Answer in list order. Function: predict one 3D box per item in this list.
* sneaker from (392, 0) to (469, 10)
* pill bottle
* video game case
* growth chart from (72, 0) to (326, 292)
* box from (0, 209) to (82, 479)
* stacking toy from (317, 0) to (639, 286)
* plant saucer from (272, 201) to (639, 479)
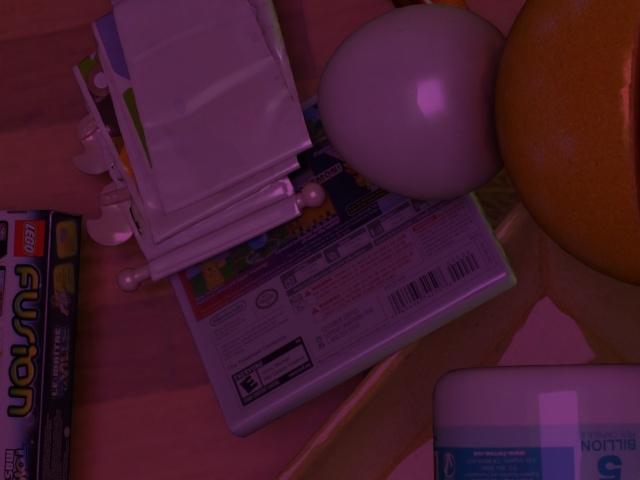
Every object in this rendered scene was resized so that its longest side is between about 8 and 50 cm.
[{"bbox_3d":[0.055,-0.202,1.295,0.067,0.064,0.175,-32,86,-7],"label":"sneaker"},{"bbox_3d":[0.139,0.203,1.131,0.146,0.146,0.264,-2,86,6],"label":"pill bottle"},{"bbox_3d":[0.000,0.000,1.258,0.201,0.023,0.183,-30,61,11],"label":"video game case"},{"bbox_3d":[-0.086,-0.096,1.290,0.172,0.021,0.237,-16,73,17],"label":"growth chart"},{"bbox_3d":[-0.215,0.084,1.293,0.114,0.036,0.207,1,85,27],"label":"box"},{"bbox_3d":[0.223,-0.081,1.111,0.480,0.350,0.350,6,86,26],"label":"stacking toy"},{"bbox_3d":[0.151,0.198,1.243,0.333,0.081,0.333,42,90,7],"label":"plant saucer"}]
